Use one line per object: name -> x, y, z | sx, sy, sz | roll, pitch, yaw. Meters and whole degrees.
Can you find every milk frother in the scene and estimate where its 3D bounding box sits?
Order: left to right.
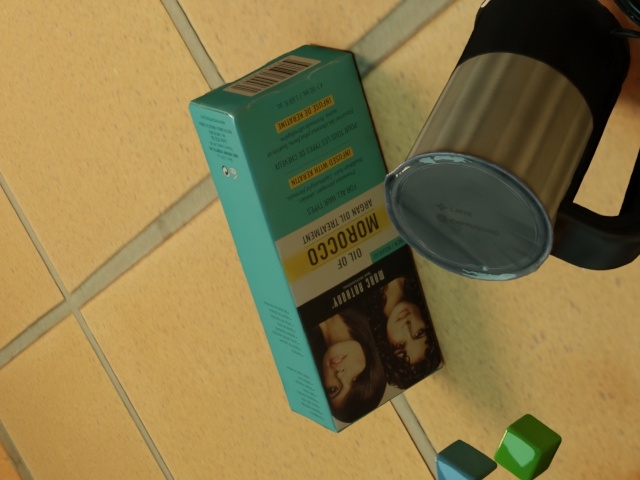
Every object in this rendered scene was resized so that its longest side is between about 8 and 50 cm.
milk frother -> 0.112, -0.071, 0.781 | 0.129, 0.135, 0.143 | 14, 140, 17

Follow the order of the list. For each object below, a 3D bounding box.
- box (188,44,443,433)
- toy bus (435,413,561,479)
box -> 0.000, 0.000, 1.119 | 0.060, 0.100, 0.244 | 20, 134, 55
toy bus -> 0.172, 0.199, 0.993 | 0.202, 0.104, 0.191 | 19, 115, 30
